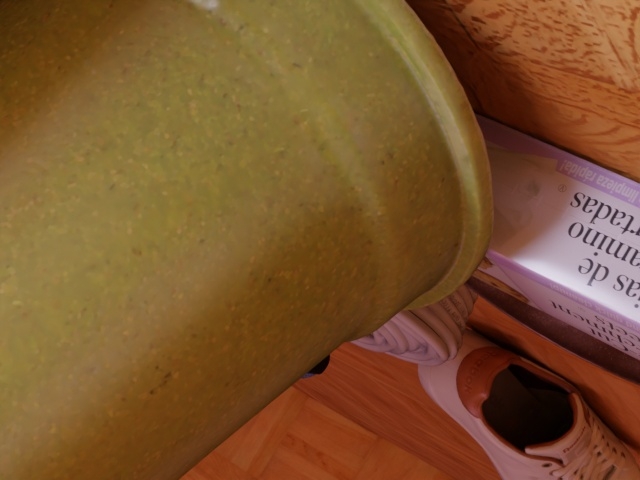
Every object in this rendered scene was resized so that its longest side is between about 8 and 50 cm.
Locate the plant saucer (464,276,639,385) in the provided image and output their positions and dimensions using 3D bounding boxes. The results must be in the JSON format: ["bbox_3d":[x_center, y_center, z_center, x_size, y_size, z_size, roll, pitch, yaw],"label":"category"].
[{"bbox_3d":[0.149,0.028,0.762,0.198,0.036,0.198,32,170,6],"label":"plant saucer"}]

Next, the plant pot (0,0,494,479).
[{"bbox_3d":[-0.107,0.007,0.580,0.276,0.254,0.276,33,151,20],"label":"plant pot"}]

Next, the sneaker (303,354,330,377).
[{"bbox_3d":[-0.089,0.055,1.492,0.147,0.130,0.330,-3,144,33],"label":"sneaker"}]

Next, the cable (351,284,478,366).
[{"bbox_3d":[0.000,0.000,0.951,0.257,0.089,0.257,29,169,16],"label":"cable"}]

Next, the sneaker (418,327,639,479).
[{"bbox_3d":[0.214,0.192,1.171,0.290,0.106,0.123,38,172,-24],"label":"sneaker"}]

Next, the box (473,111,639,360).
[{"bbox_3d":[0.083,-0.020,0.650,0.324,0.063,0.067,28,170,27],"label":"box"}]
